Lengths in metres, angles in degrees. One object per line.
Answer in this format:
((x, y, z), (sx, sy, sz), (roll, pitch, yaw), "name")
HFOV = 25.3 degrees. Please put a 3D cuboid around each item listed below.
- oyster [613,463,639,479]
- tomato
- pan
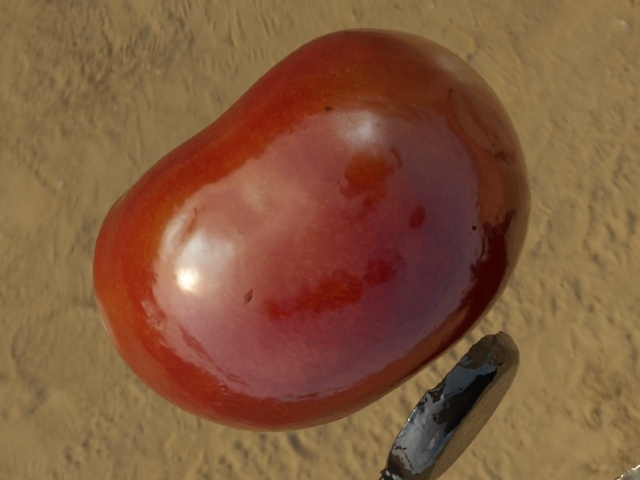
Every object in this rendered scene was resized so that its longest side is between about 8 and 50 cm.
((0.251, 0.105, 0.731), (0.361, 0.221, 0.096), (-39, 80, 33), "oyster")
((0.000, 0.000, 0.612), (0.195, 0.195, 0.136), (-37, 90, 11), "tomato")
((0.049, 0.140, 0.882), (0.212, 0.115, 0.040), (-46, 73, -1), "pan")
